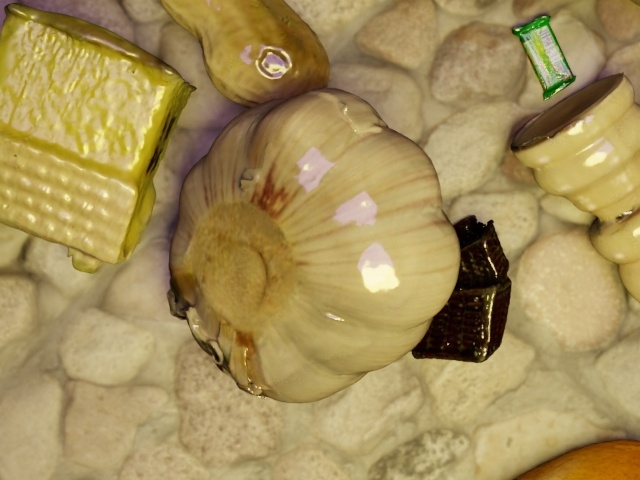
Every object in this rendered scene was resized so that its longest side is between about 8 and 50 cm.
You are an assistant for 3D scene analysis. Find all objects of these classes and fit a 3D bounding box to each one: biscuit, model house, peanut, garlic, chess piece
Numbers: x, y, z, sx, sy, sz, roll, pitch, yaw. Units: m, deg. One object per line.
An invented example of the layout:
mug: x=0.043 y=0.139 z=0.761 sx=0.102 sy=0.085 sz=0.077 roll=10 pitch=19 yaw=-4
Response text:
biscuit: x=0.254 y=-0.207 z=1.156 sx=0.046 sy=0.016 sz=0.089 roll=-26 pitch=93 yaw=-1
model house: x=0.150 y=0.056 z=1.095 sx=0.106 sy=0.152 sz=0.165 roll=4 pitch=93 yaw=-10
peanut: x=-0.089 y=-0.226 z=1.090 sx=0.236 sy=0.110 sz=0.120 roll=45 pitch=98 yaw=-2
garlic: x=-0.010 y=0.001 z=1.028 sx=0.321 sy=0.241 sz=0.322 roll=5 pitch=110 yaw=13
model house: x=-0.257 y=-0.096 z=1.051 sx=0.193 sy=0.175 sz=0.234 roll=20 pitch=88 yaw=-4
chess piece: x=0.333 y=-0.039 z=1.120 sx=0.142 sy=0.143 sz=0.261 roll=-36 pitch=101 yaw=-2

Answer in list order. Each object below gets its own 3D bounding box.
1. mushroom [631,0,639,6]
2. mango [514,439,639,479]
mushroom: x=0.358 y=-0.334 z=1.063 sx=0.209 sy=0.206 sz=0.206 roll=2 pitch=92 yaw=-36
mango: x=0.247 y=0.335 z=1.092 sx=0.350 sy=0.199 sz=0.201 roll=-20 pitch=53 yaw=-10
